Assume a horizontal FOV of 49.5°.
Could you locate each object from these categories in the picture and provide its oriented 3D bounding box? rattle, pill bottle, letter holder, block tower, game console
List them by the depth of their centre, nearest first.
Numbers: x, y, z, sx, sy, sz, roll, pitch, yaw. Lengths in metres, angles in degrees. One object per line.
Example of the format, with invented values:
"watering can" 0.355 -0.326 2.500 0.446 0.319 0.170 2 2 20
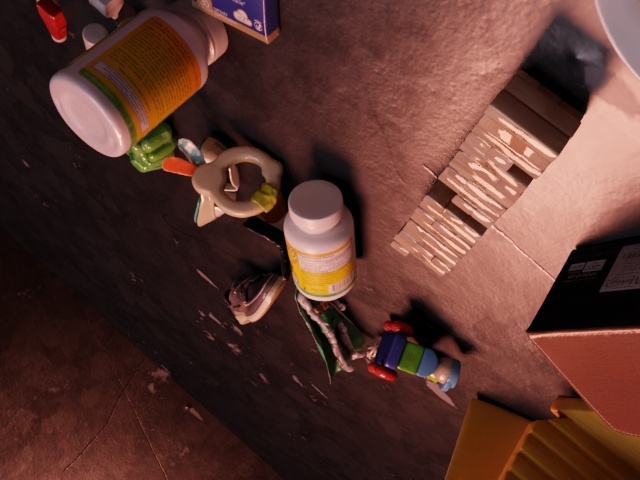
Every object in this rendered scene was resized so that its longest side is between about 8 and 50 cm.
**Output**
"letter holder" 0.432 0.112 0.772 0.214 0.152 0.302 47 151 -15
"block tower" 0.196 -0.068 0.867 0.097 0.091 0.335 39 152 5
"pill bottle" -0.249 -0.245 0.995 0.136 0.245 0.136 30 150 19
"pill bottle" 0.000 0.000 1.170 0.118 0.117 0.208 27 149 24
"rattle" -0.163 -0.104 1.224 0.200 0.130 0.143 8 -176 6
"game console" -0.092 0.012 1.233 0.071 0.122 0.107 -4 100 3

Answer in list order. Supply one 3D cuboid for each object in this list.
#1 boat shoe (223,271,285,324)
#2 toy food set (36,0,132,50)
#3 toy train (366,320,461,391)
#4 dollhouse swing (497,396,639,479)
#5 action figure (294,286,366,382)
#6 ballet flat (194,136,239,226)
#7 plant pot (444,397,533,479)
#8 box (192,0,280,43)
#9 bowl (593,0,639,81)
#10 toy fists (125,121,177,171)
"boat shoe" -0.158 0.121 1.552 0.092 0.103 0.285 39 158 -6
"toy food set" -0.393 -0.375 1.139 0.232 0.111 0.104 41 164 -1
"toy train" 0.172 0.225 1.323 0.143 0.105 0.248 22 172 -1
"dollhouse swing" 0.445 0.407 0.956 0.315 0.347 0.305 39 152 4
"action figure" 0.011 0.154 1.393 0.063 0.137 0.232 -17 109 41
"ballet flat" -0.197 -0.097 1.324 0.086 0.086 0.248 35 150 11
"plant pot" 0.363 0.452 1.289 0.187 0.212 0.212 4 136 32
"box" -0.116 -0.372 0.879 0.136 0.036 0.225 31 149 18
"bowl" 0.343 -0.209 0.445 0.298 0.134 0.298 29 149 20
"toy fists" -0.347 -0.236 1.287 0.142 0.096 0.279 31 149 17
